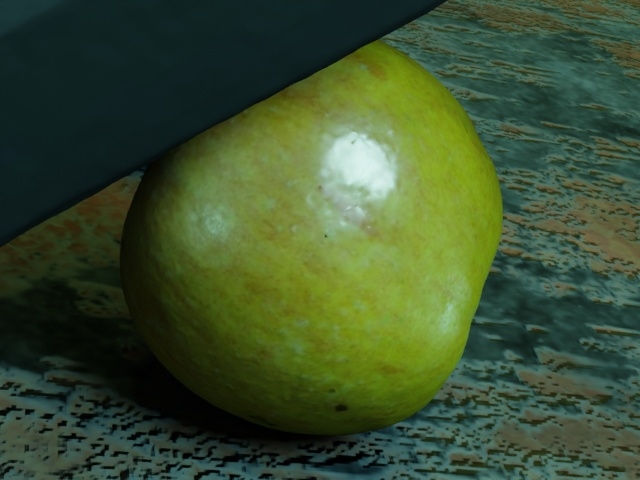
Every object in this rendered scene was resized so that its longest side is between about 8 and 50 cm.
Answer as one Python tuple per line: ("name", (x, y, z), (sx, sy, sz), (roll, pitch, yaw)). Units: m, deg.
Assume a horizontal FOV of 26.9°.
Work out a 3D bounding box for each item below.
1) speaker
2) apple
("speaker", (-0.081, -0.077, 0.474), (0.388, 0.184, 0.180), (-30, 43, -5))
("apple", (0.000, 0.000, 0.581), (0.155, 0.182, 0.182), (33, 31, -1))
